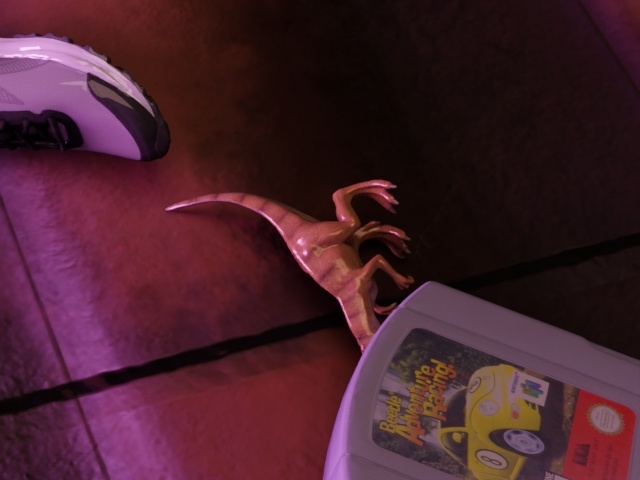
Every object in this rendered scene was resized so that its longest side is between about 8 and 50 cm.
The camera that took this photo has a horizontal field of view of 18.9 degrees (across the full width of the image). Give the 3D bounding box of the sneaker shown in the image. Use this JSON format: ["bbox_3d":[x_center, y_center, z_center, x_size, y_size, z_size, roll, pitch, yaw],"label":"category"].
[{"bbox_3d":[-0.237,-0.096,1.384,0.272,0.100,0.108,15,66,10],"label":"sneaker"}]

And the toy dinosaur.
[{"bbox_3d":[0.000,0.000,1.342,0.112,0.064,0.211,-32,61,-26],"label":"toy dinosaur"}]

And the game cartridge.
[{"bbox_3d":[0.106,0.132,1.186,0.196,0.060,0.294,17,31,4],"label":"game cartridge"}]
